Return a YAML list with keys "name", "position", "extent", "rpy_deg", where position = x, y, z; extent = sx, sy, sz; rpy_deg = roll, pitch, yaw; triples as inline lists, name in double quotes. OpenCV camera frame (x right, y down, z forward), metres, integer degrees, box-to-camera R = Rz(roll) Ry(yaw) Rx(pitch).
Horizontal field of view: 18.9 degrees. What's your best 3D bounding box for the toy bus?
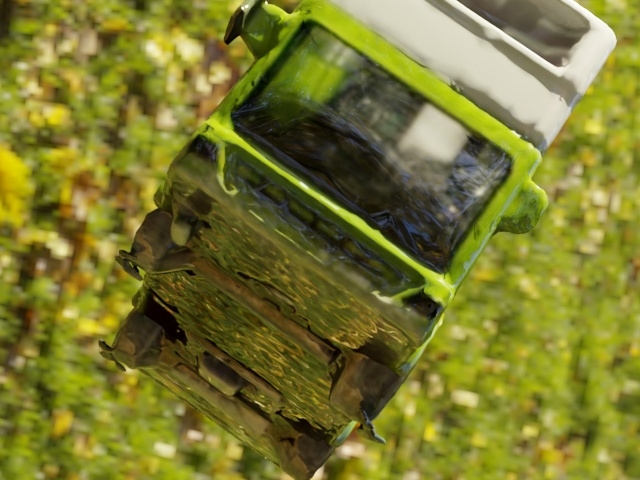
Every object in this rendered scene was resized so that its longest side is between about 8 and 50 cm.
- name: "toy bus"
  position: [0.000, 0.000, 0.705]
  extent: [0.139, 0.113, 0.302]
  rpy_deg: [-54, 178, -18]
